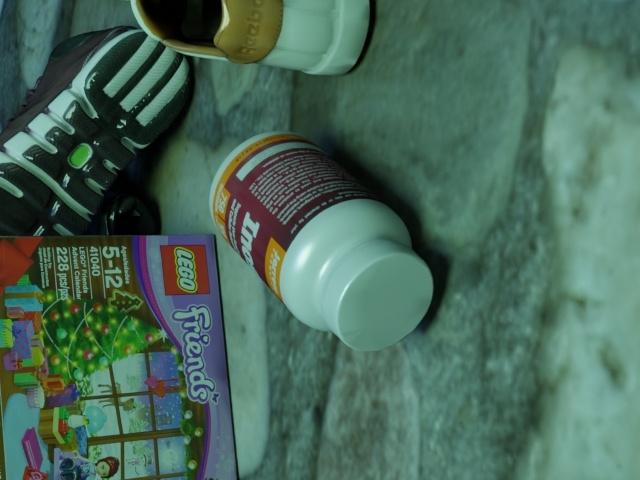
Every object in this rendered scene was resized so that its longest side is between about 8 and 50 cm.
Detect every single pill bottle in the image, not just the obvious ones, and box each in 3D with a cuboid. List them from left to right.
[{"bbox_3d":[0.000,0.000,0.736,0.152,0.086,0.086,44,125,48],"label":"pill bottle"}]

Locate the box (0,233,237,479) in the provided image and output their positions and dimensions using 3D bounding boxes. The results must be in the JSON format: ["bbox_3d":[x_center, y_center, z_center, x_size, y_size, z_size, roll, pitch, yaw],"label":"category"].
[{"bbox_3d":[-0.164,0.142,0.883,0.057,0.200,0.293,-20,74,57],"label":"box"}]

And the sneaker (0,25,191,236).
[{"bbox_3d":[-0.230,-0.073,1.018,0.281,0.106,0.162,-42,29,0],"label":"sneaker"}]

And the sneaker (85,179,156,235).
[{"bbox_3d":[-0.174,-0.026,1.035,0.084,0.058,0.152,-25,46,30],"label":"sneaker"}]

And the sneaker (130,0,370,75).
[{"bbox_3d":[-0.087,-0.192,0.839,0.290,0.123,0.106,37,122,52],"label":"sneaker"}]
